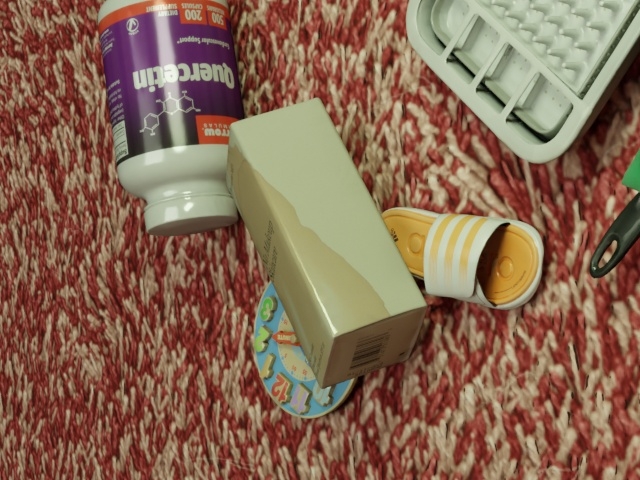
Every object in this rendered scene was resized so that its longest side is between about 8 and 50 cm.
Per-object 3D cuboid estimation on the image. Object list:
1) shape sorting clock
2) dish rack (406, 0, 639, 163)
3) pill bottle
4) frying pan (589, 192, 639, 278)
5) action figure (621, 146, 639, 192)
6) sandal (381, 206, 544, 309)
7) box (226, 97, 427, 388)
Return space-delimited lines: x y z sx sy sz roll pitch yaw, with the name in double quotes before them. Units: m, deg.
"shape sorting clock" -0.020 0.125 1.674 0.206 0.040 0.206 2 92 49
"dish rack" 0.247 -0.275 1.336 0.285 0.072 0.333 52 127 36
"pill bottle" -0.194 -0.176 1.762 0.181 0.181 0.323 -19 77 48
"frying pan" 0.375 -0.088 1.208 0.197 0.053 0.326 28 113 45
"action figure" 0.352 -0.141 1.155 0.137 0.063 0.232 28 114 46
"sandal" 0.133 0.018 1.467 0.265 0.076 0.102 11 100 48
"box" 0.000 0.000 1.553 0.148 0.121 0.311 99 148 -57
